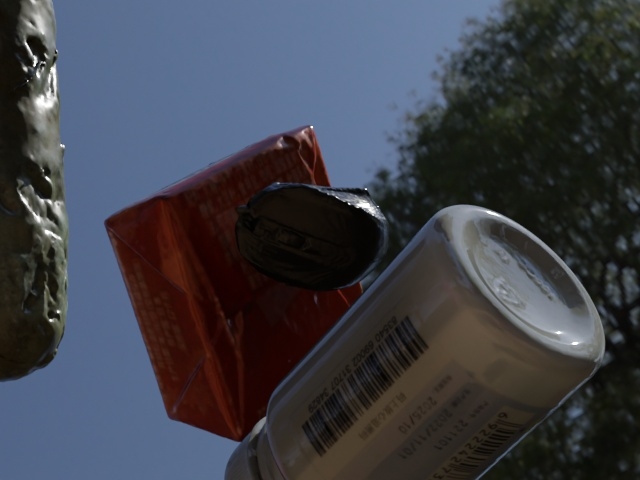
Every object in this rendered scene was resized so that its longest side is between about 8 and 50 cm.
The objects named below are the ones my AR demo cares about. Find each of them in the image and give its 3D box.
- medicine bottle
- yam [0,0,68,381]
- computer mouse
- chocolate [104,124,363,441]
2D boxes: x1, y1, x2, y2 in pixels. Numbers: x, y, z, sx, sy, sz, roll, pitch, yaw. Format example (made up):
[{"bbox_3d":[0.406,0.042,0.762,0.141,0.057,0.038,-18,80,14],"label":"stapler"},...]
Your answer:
[{"bbox_3d":[0.040,0.078,0.652,0.103,0.103,0.186,19,-55,-33],"label":"medicine bottle"},{"bbox_3d":[-0.238,-0.062,0.952,0.133,0.330,0.133,-10,-20,-4],"label":"yam"},{"bbox_3d":[0.000,0.000,1.198,0.172,0.057,0.099,13,-68,-39],"label":"computer mouse"},{"bbox_3d":[-0.073,0.037,1.271,0.108,0.237,0.235,-8,-74,36],"label":"chocolate"}]
